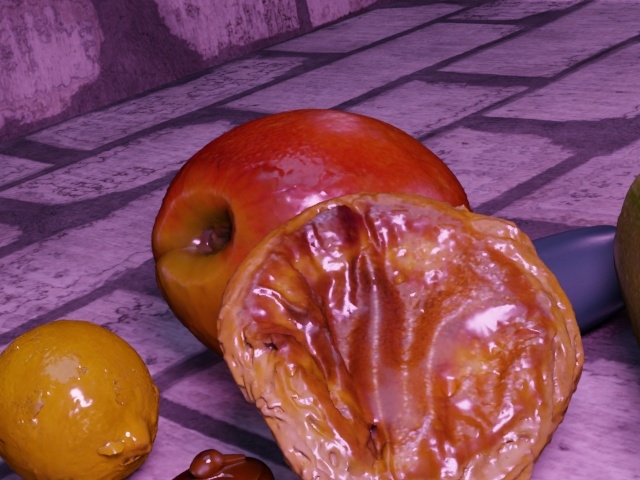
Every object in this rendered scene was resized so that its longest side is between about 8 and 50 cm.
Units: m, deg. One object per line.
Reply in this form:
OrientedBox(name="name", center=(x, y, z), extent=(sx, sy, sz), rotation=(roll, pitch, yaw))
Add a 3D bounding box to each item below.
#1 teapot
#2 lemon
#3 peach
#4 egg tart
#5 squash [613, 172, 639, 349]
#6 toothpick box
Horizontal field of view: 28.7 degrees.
OrientedBox(name="teapot", center=(-0.104, 0.232, 1.150), extent=(0.129, 0.078, 0.098), rotation=(-19, 22, -21))
OrientedBox(name="lemon", center=(-0.247, 0.169, 1.259), extent=(0.173, 0.173, 0.206), rotation=(-27, 35, -38))
OrientedBox(name="peach", center=(-0.001, -0.002, 1.422), extent=(0.372, 0.290, 0.372), rotation=(-21, -19, -8))
OrientedBox(name="egg tart", center=(0.076, 0.111, 1.156), extent=(0.339, 0.153, 0.351), rotation=(-30, 63, -23))
OrientedBox(name="squash", center=(0.407, 0.071, 1.075), extent=(0.263, 0.263, 0.384), rotation=(-8, 21, 8))
OrientedBox(name="toothpick box", center=(0.270, 0.049, 1.399), extent=(0.184, 0.120, 0.120), rotation=(-19, 22, -28))
